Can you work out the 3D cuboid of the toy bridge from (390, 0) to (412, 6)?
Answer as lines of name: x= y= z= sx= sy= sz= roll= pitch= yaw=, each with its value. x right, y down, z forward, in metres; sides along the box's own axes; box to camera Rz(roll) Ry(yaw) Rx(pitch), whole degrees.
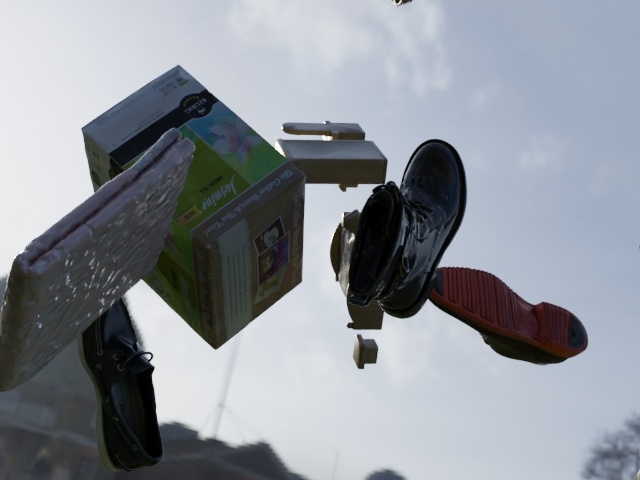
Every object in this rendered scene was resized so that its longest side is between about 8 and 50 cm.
toy bridge: x=0.117 y=-0.387 z=1.828 sx=0.026 sy=0.063 sz=0.188 roll=-18 pitch=12 yaw=-7

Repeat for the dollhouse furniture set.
dollhouse furniture set: x=0.000 y=0.000 z=2.130 sx=0.174 sy=0.303 sz=0.355 roll=0 pitch=-66 yaw=-13

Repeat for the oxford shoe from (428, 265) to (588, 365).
oxford shoe: x=0.250 y=0.121 z=1.726 sx=0.271 sy=0.097 sz=0.098 roll=25 pitch=-43 yaw=-21

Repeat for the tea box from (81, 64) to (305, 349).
tea box: x=-0.208 y=-0.052 z=2.048 sx=0.323 sy=0.220 sz=0.329 roll=40 pitch=-26 yaw=23

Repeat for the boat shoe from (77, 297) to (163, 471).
boat shoe: x=-0.338 y=0.240 z=2.112 sx=0.113 sy=0.340 sz=0.127 roll=-3 pitch=2 yaw=34

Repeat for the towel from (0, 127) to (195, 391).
towel: x=-0.309 y=0.030 z=1.613 sx=0.053 sy=0.317 sz=0.332 roll=39 pitch=-36 yaw=8

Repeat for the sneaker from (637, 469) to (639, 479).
sneaker: x=0.471 y=0.289 z=1.655 sx=0.057 sy=0.075 sz=0.161 roll=-13 pitch=-22 yaw=-11

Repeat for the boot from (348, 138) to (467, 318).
boot: x=0.105 y=-0.027 z=1.466 sx=0.091 sy=0.263 sz=0.229 roll=11 pitch=-11 yaw=17
